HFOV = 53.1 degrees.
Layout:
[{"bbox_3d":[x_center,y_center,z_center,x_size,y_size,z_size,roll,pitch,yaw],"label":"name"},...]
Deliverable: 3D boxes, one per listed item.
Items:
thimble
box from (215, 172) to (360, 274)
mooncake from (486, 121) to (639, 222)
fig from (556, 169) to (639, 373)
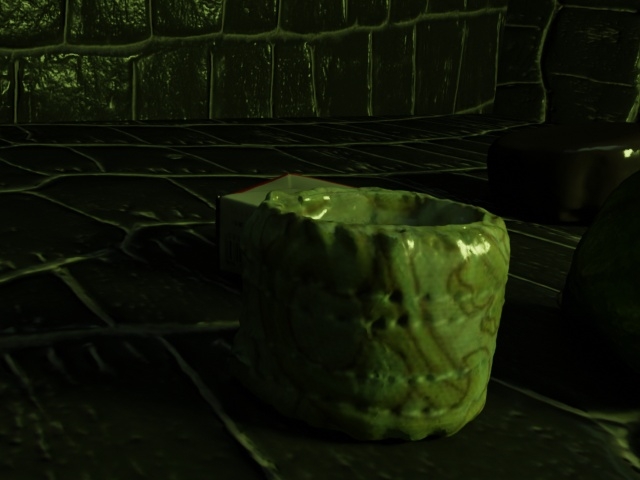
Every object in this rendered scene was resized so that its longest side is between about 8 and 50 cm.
[{"bbox_3d":[0.029,0.044,0.447,0.190,0.144,0.137,6,18,9],"label":"thimble"},{"bbox_3d":[0.000,0.000,0.670,0.182,0.099,0.133,15,23,27],"label":"box"},{"bbox_3d":[0.423,-0.113,1.065,0.283,0.141,0.283,-5,15,1],"label":"mooncake"},{"bbox_3d":[0.284,0.048,0.538,0.203,0.203,0.235,-8,-19,-35],"label":"fig"}]
